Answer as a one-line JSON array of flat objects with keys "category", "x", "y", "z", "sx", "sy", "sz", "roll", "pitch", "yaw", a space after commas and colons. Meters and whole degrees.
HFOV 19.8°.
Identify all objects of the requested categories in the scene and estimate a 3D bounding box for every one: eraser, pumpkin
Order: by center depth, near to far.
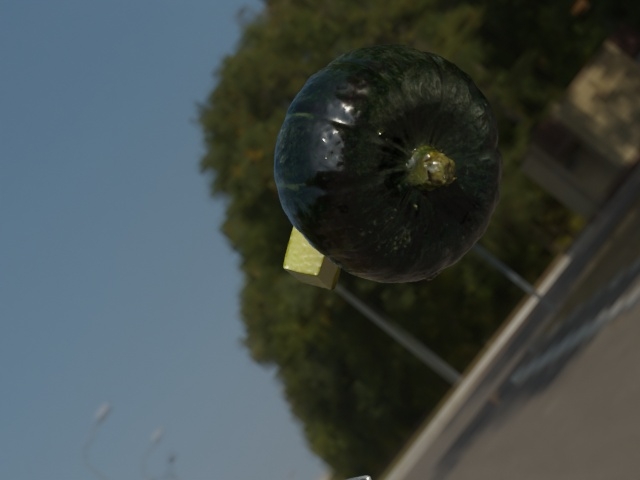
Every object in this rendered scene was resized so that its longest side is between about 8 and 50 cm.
[{"category": "pumpkin", "x": 0.062, "y": -0.066, "z": 1.585, "sx": 0.211, "sy": 0.211, "sz": 0.152, "roll": -49, "pitch": 13, "yaw": -23}, {"category": "eraser", "x": 0.000, "y": 0.000, "z": 2.081, "sx": 0.122, "sy": 0.045, "sz": 0.097, "roll": 49, "pitch": -125, "yaw": -76}]

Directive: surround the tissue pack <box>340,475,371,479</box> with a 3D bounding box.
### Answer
[{"category": "tissue pack", "x": -0.027, "y": 0.236, "z": 1.300, "sx": 0.156, "sy": 0.112, "sz": 0.051, "roll": -12, "pitch": -33, "yaw": -1}]
